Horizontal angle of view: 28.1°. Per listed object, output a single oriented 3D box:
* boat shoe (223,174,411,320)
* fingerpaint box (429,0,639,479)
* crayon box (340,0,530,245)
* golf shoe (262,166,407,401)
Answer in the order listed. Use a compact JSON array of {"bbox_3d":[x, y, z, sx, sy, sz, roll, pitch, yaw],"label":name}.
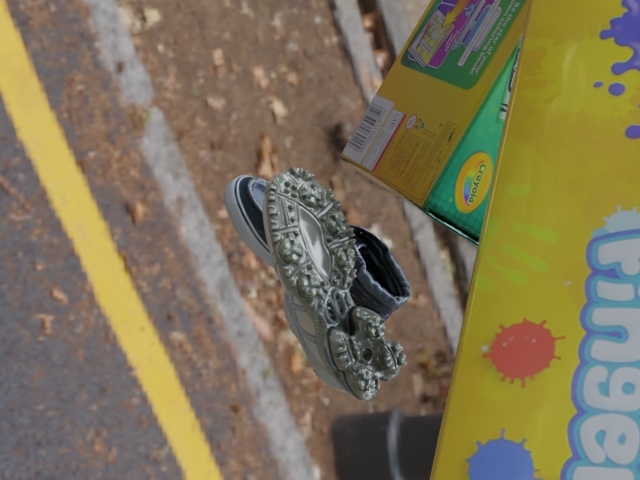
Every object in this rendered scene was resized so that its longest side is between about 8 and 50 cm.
[{"bbox_3d":[0.000,0.000,1.101,0.183,0.083,0.065,49,40,3],"label":"boat shoe"},{"bbox_3d":[0.171,0.135,0.661,0.371,0.163,0.445,66,34,-54],"label":"fingerpaint box"},{"bbox_3d":[0.141,-0.144,0.945,0.081,0.165,0.278,29,95,-25],"label":"crayon box"},{"bbox_3d":[-0.010,0.035,0.921,0.069,0.086,0.176,-28,102,-33],"label":"golf shoe"}]
